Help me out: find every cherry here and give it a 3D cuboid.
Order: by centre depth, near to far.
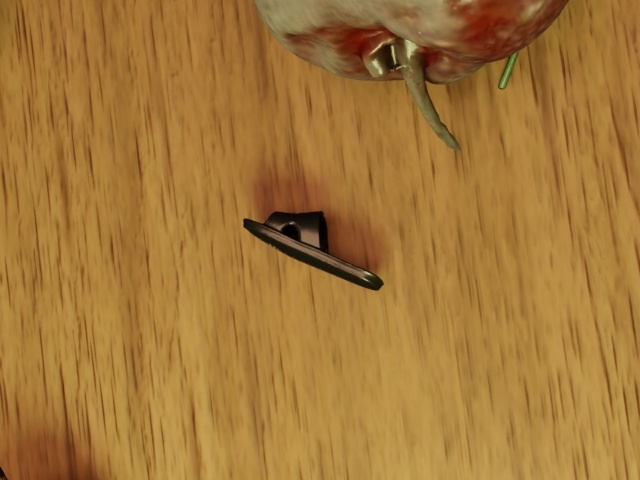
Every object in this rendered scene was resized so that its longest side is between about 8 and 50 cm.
[{"bbox_3d":[0.080,-0.300,1.129,0.326,0.291,0.334,-31,55,31],"label":"cherry"}]

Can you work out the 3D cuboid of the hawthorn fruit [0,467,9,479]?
[{"bbox_3d":[-0.291,0.318,1.276,0.157,0.157,0.194,-29,82,14],"label":"hawthorn fruit"}]

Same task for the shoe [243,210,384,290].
[{"bbox_3d":[0.000,0.000,1.250,0.159,0.062,0.053,26,83,16],"label":"shoe"}]

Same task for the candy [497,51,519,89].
[{"bbox_3d":[0.217,-0.243,1.203,0.061,0.061,0.202,24,103,15],"label":"candy"}]
